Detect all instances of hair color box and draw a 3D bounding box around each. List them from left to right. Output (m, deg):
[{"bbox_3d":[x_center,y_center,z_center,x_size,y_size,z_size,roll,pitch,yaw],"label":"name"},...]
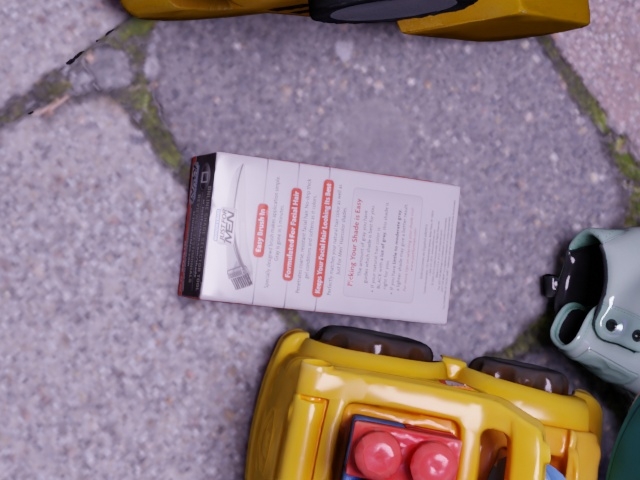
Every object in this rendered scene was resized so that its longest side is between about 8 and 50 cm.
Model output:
[{"bbox_3d":[0.000,0.000,1.008,0.167,0.053,0.093,8,87,-22],"label":"hair color box"}]

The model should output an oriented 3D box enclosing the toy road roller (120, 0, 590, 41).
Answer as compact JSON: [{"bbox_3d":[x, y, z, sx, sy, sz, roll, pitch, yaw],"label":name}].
[{"bbox_3d":[0.014,-0.222,0.970,0.329,0.240,0.202,-8,91,-58],"label":"toy road roller"}]

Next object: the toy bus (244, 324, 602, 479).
[{"bbox_3d":[0.071,0.136,0.932,0.220,0.211,0.149,11,87,-4],"label":"toy bus"}]

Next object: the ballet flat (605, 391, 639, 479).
[{"bbox_3d":[0.234,0.208,0.970,0.139,0.139,0.400,-8,130,-21],"label":"ballet flat"}]

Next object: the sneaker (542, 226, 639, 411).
[{"bbox_3d":[0.215,0.113,1.064,0.151,0.094,0.256,5,77,-27],"label":"sneaker"}]
